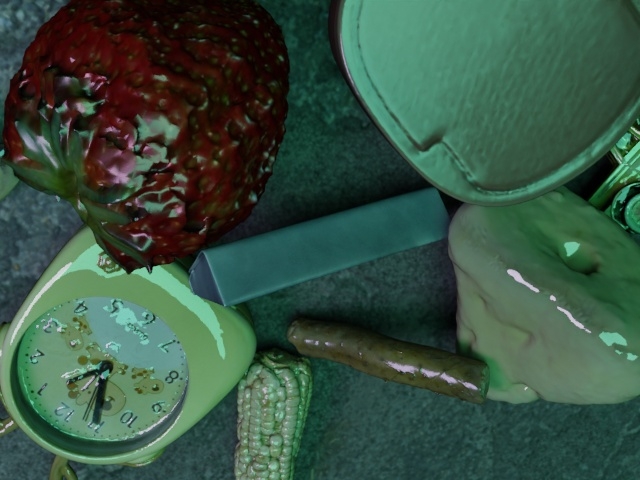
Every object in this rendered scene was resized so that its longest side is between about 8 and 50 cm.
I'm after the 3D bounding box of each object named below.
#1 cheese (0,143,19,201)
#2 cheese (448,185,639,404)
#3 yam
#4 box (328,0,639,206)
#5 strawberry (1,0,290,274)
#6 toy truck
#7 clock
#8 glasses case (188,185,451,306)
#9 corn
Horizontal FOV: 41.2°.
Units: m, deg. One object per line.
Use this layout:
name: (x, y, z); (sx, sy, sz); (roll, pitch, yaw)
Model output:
cheese: (-0.441, -0.078, 0.859); (0.248, 0.071, 0.163); (-22, 106, -2)
cheese: (0.259, 0.085, 0.903); (0.173, 0.248, 0.251); (-35, 141, -39)
yam: (0.071, 0.129, 0.935); (0.241, 0.057, 0.057); (13, 107, 27)
box: (0.152, -0.200, 0.833); (0.301, 0.216, 0.301); (-1, 104, -6)
strawberry: (-0.140, -0.129, 0.805); (0.288, 0.238, 0.250); (-47, 119, -28)
toy truck: (0.385, -0.125, 0.948); (0.135, 0.128, 0.259); (37, 100, 10)
clock: (-0.240, 0.137, 0.934); (0.235, 0.096, 0.308); (41, 97, -17)
glasses case: (0.000, 0.000, 0.882); (0.266, 0.105, 0.056); (-16, 101, -24)
corn: (-0.063, 0.227, 0.989); (0.087, 0.087, 0.211); (8, 104, -10)
